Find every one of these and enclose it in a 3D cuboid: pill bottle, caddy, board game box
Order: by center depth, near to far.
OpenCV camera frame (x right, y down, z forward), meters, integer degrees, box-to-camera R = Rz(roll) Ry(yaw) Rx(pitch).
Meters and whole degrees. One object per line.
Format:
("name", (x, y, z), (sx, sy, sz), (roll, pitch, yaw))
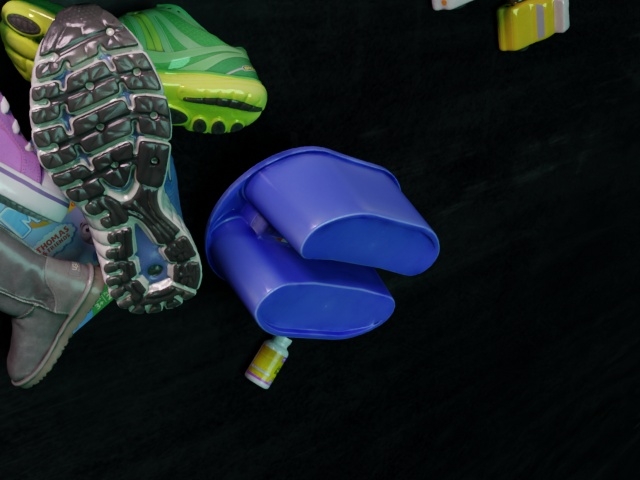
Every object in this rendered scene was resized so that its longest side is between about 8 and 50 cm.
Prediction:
("board game box", (-0.286, -0.017, 0.867), (0.160, 0.039, 0.211), (-44, 132, -21))
("caddy", (0.000, 0.000, 1.063), (0.341, 0.179, 0.241), (12, 123, -47))
("pill bottle", (-0.078, 0.182, 1.157), (0.043, 0.043, 0.083), (39, 79, -46))

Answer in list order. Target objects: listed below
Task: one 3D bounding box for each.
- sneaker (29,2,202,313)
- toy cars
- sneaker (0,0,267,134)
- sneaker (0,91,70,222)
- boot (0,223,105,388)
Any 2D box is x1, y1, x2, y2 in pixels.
("sneaker", (-0.214, -0.083, 0.778), (0.130, 0.147, 0.330), (-16, 128, -14))
("toy cars", (0.328, -0.418, 1.261), (0.394, 0.087, 0.176), (10, 100, -46))
("sneaker", (-0.202, -0.201, 0.836), (0.295, 0.123, 0.109), (11, 141, -33))
("sneaker", (-0.322, -0.145, 0.707), (0.282, 0.102, 0.161), (44, 70, -34))
("boot", (-0.356, 0.052, 0.784), (0.208, 0.076, 0.189), (26, 107, -34))
